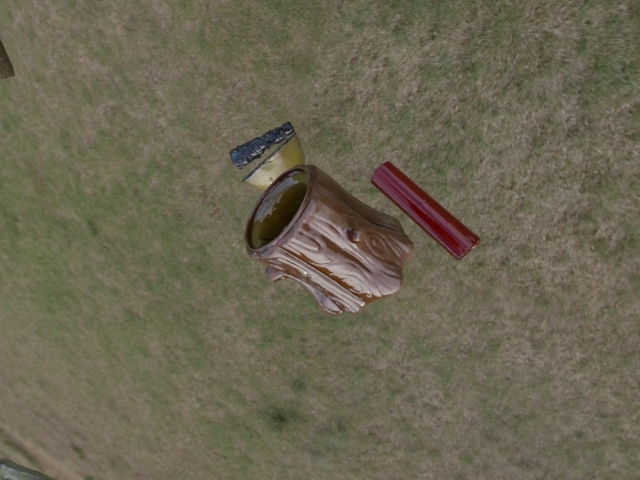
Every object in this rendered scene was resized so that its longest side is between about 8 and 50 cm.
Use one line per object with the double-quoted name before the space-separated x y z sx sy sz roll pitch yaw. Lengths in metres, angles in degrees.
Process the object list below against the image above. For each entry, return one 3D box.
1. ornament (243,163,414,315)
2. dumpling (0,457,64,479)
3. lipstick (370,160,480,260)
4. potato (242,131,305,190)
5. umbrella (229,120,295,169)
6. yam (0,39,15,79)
"ornament" 0.000 0.000 0.711 0.218 0.235 0.221 34 104 -32
"dumpling" -0.510 0.565 0.785 0.341 0.181 0.260 30 143 -8
"lipstick" 0.232 -0.069 0.934 0.279 0.073 0.073 46 127 21
"potato" -0.108 -0.192 1.139 0.182 0.202 0.117 -29 110 35
"umbrella" -0.179 -0.301 1.289 0.224 0.071 0.080 -27 60 18
"yam" -0.720 -0.405 0.883 0.084 0.084 0.127 -1 118 26
